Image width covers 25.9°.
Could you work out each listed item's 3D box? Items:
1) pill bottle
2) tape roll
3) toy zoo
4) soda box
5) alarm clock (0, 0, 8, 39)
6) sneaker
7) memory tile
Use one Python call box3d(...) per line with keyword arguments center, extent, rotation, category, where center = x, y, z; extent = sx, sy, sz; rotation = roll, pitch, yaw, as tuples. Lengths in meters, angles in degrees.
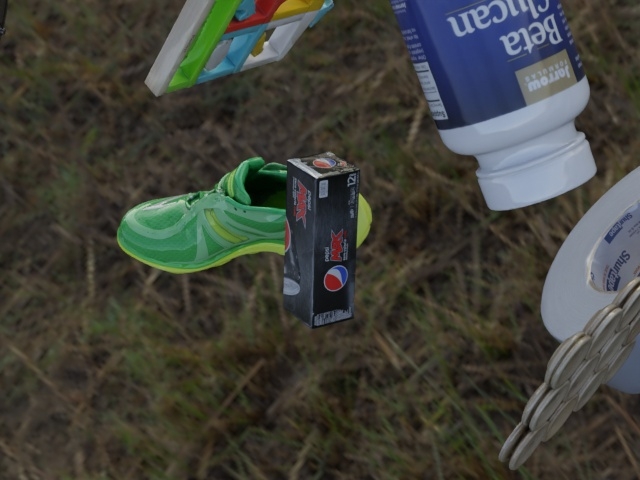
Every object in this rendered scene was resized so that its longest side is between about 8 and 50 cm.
box3d(center=(0.104, -0.108, 0.824), extent=(0.094, 0.169, 0.094), rotation=(-21, 10, 4), category="pill bottle")
box3d(center=(0.290, 0.020, 1.160), extent=(0.219, 0.072, 0.219), rotation=(-42, 20, 20), category="tape roll")
box3d(center=(-0.083, -0.293, 1.824), extent=(0.030, 0.293, 0.192), rotation=(49, 133, 15), category="toy zoo")
box3d(center=(0.000, 0.000, 1.397), extent=(0.053, 0.168, 0.060), rotation=(-13, 29, -31), category="soda box")
box3d(center=(-0.312, -0.178, 1.185), extent=(0.064, 0.129, 0.192), rotation=(16, 82, 2), category="alarm clock")
box3d(center=(-0.092, -0.040, 1.560), extent=(0.296, 0.123, 0.109), rotation=(-6, 44, 16), category="sneaker")
box3d(center=(0.165, 0.072, 0.849), extent=(0.012, 0.113, 0.148), rotation=(36, 44, 21), category="memory tile")
